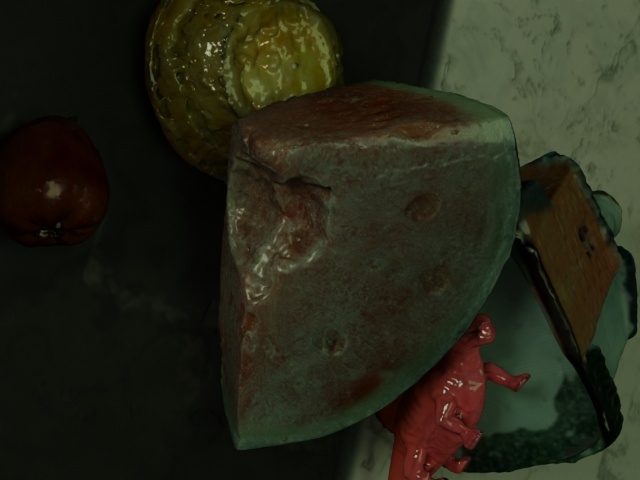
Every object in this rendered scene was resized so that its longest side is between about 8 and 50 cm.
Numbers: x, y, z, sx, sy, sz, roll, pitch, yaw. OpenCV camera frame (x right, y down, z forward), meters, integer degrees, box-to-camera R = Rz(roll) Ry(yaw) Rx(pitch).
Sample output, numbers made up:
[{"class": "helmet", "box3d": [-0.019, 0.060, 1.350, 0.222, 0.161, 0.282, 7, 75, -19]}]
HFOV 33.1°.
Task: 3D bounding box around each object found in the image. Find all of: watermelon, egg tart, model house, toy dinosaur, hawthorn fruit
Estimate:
[{"class": "watermelon", "box3d": [0.000, 0.000, 0.819, 0.226, 0.148, 0.318, 32, 102, -35]}, {"class": "egg tart", "box3d": [-0.049, -0.130, 0.839, 0.191, 0.074, 0.191, -3, 94, -38]}, {"class": "model house", "box3d": [0.201, 0.037, 1.010, 0.291, 0.185, 0.253, -42, 111, -46]}, {"class": "toy dinosaur", "box3d": [0.067, 0.158, 0.930, 0.070, 0.139, 0.286, -29, 150, -52]}, {"class": "hawthorn fruit", "box3d": [-0.184, -0.045, 0.731, 0.081, 0.081, 0.093, 14, 53, -39]}]
